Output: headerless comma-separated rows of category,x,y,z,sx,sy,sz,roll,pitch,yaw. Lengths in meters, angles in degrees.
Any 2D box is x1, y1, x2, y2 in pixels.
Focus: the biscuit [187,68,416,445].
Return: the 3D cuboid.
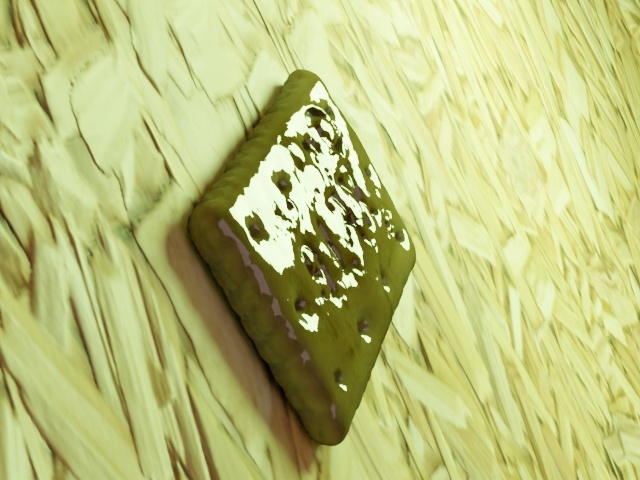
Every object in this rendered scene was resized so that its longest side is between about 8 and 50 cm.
biscuit,0.000,0.000,1.270,0.217,0.044,0.325,59,25,-15
